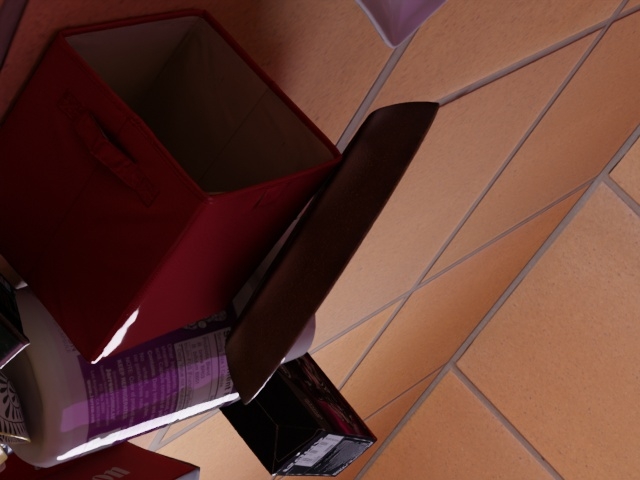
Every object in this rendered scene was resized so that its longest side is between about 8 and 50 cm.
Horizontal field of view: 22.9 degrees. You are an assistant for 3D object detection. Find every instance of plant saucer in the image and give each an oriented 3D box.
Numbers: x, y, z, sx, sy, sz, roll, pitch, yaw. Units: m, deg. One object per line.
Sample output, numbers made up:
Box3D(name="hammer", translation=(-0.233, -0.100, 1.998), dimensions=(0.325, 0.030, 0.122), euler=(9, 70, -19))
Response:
Box3D(name="plant saucer", translation=(0.000, 0.000, 1.372), dimensions=(0.311, 0.050, 0.310), euler=(-58, -178, 3))

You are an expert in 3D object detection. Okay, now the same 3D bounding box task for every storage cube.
Box3D(name="storage cube", translation=(-0.136, -0.047, 1.265), dimensions=(0.193, 0.184, 0.215), euler=(-51, 163, 30))

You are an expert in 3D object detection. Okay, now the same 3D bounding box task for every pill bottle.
Box3D(name="pill bottle", translation=(-0.161, 0.094, 1.510), dimensions=(0.301, 0.169, 0.169), euler=(-17, 153, -32))

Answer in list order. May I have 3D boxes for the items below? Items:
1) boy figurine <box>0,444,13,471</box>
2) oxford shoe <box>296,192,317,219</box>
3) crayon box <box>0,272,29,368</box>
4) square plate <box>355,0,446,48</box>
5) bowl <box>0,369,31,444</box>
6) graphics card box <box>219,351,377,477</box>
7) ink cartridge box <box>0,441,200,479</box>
Box3D(name="boy figurine", translation=(-0.365, 0.231, 1.627), dimensions=(0.285, 0.092, 0.177), euler=(-41, 168, -22))
Box3D(name="oxford shoe", translation=(-0.078, -0.061, 1.511), dimensions=(0.130, 0.123, 0.348), euler=(-36, 164, -5))
Box3D(name="crayon box", translation=(-0.370, 0.137, 1.196), dimensions=(0.318, 0.081, 0.202), euler=(-43, -163, -4))
Box3D(name="square plate", translation=(0.144, -0.346, 1.436), dimensions=(0.347, 0.049, 0.344), euler=(-45, 166, 5))
Box3D(name="bowl", translation=(-0.336, 0.132, 1.388), dimensions=(0.170, 0.170, 0.080), euler=(61, 32, -75))
Box3D(name="graphics card box", translation=(-0.058, 0.192, 2.042), dimensions=(0.094, 0.233, 0.371), euler=(-40, 165, 5))
Box3D(name="ink cartridge box", translation=(-0.285, 0.354, 1.876), dimensions=(0.309, 0.130, 0.272), euler=(-19, 120, -58))
